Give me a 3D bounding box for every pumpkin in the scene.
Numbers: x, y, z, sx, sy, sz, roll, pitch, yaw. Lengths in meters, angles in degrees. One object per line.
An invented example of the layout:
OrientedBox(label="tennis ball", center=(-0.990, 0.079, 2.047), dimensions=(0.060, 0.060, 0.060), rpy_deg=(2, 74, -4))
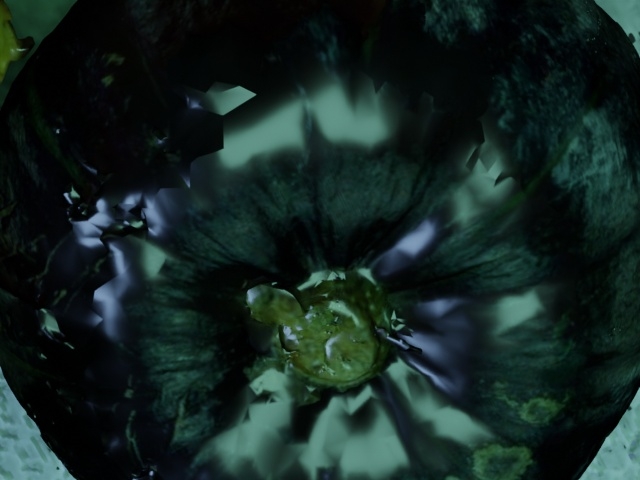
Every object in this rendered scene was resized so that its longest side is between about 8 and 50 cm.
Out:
OrientedBox(label="pumpkin", center=(0.000, 0.000, 0.515), dimensions=(0.233, 0.163, 0.233), rpy_deg=(1, 114, 1))

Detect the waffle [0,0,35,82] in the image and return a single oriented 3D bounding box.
OrientedBox(label="waffle", center=(-0.162, -0.013, 0.495), dimensions=(0.056, 0.249, 0.253), rpy_deg=(9, 109, -43))
